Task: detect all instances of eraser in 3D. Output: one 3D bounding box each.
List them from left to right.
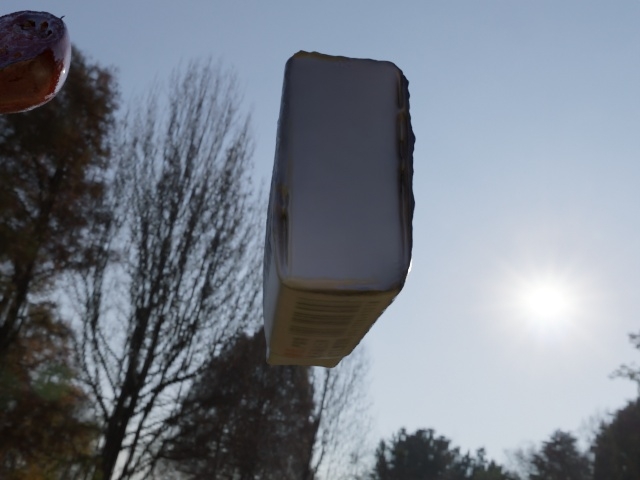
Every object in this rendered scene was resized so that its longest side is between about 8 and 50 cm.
[{"bbox_3d":[0.000,0.000,0.430,0.068,0.124,0.210,2,-19,-6],"label":"eraser"}]

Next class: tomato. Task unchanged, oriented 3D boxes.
[{"bbox_3d":[-0.345,-0.178,0.773,0.174,0.166,0.082,28,-38,40],"label":"tomato"}]
